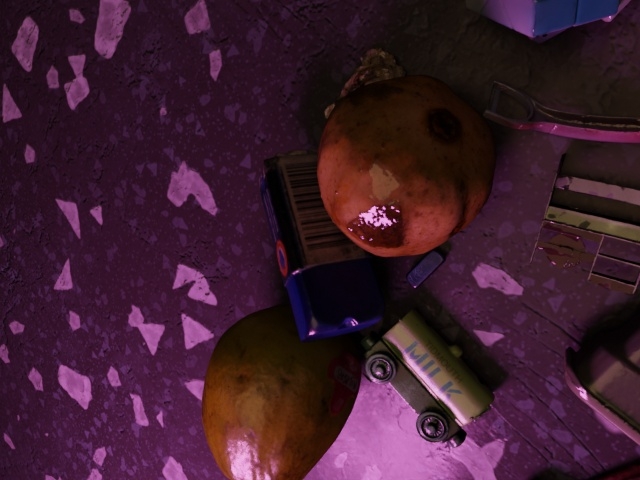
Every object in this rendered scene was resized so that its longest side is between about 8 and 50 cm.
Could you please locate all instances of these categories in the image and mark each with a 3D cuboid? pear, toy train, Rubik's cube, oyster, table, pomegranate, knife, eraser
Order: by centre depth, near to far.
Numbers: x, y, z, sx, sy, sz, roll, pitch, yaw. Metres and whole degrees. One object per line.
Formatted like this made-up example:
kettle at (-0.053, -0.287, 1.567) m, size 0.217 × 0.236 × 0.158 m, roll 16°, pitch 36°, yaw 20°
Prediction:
Rubik's cube at (0.320, -0.376, 0.623) m, size 0.213 × 0.224 × 0.265 m, roll -17°, pitch 130°, yaw -5°
knife at (0.385, -0.180, 0.722) m, size 0.278 × 0.123 × 0.053 m, roll 14°, pitch 140°, yaw 15°
table at (0.412, -0.028, 0.735) m, size 0.146 × 0.062 × 0.175 m, roll 18°, pitch 108°, yaw 26°
pomegranate at (0.122, -0.112, 0.762) m, size 0.281 × 0.281 × 0.281 m, roll 6°, pitch 103°, yaw 28°
eraser at (0.000, 0.000, 0.873) m, size 0.101 × 0.155 × 0.332 m, roll 123°, pitch 134°, yaw -63°
oyster at (0.082, -0.256, 0.883) m, size 0.108 × 0.053 × 0.165 m, roll 38°, pitch 109°, yaw 6°
toy train at (0.196, 0.245, 0.902) m, size 0.157 × 0.105 × 0.253 m, roll -45°, pitch 77°, yaw 14°
pear at (-0.080, 0.295, 0.923) m, size 0.287 × 0.287 × 0.375 m, roll 6°, pitch 68°, yaw 28°

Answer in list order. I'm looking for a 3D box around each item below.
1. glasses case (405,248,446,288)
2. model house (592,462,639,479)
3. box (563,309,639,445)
glasses case at (0.191, 0.050, 0.899) m, size 0.033 × 0.023 × 0.083 m, roll 49°, pitch 117°, yaw 18°
model house at (0.466, 0.498, 0.721) m, size 0.360 × 0.297 × 0.339 m, roll -44°, pitch 47°, yaw 29°
box at (0.511, 0.209, 0.697) m, size 0.274 × 0.138 × 0.178 m, roll 39°, pitch 111°, yaw 14°
